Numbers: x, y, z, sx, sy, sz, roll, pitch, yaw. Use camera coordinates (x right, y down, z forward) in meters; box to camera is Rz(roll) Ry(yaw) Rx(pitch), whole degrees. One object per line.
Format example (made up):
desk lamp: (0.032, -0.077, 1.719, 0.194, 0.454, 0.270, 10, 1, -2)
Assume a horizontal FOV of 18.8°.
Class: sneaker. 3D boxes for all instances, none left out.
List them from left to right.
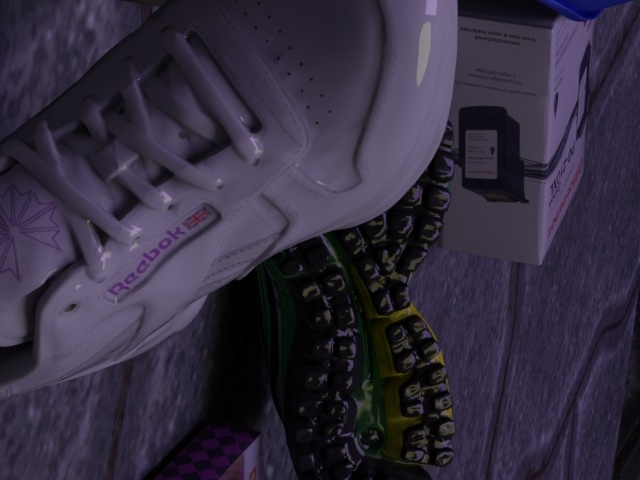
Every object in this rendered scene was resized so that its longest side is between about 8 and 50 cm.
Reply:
sneaker: (-0.064, -0.018, 0.757, 0.305, 0.114, 0.152, -43, 170, 36)
sneaker: (0.000, 0.000, 1.218, 0.146, 0.134, 0.343, -139, -135, -67)

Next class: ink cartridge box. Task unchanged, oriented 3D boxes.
ink cartridge box: (0.172, -0.123, 1.679, 0.172, 0.100, 0.237, -57, 153, -51)

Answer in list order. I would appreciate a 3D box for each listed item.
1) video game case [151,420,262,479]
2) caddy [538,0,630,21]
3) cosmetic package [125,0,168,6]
video game case: (-0.099, 0.245, 1.132, 0.232, 0.042, 0.210, -41, 140, -64)
caddy: (0.194, -0.305, 1.487, 0.341, 0.179, 0.241, 13, 69, -61)
cosmetic package: (-0.077, -0.194, 0.773, 0.296, 0.129, 0.153, 18, 82, -74)
